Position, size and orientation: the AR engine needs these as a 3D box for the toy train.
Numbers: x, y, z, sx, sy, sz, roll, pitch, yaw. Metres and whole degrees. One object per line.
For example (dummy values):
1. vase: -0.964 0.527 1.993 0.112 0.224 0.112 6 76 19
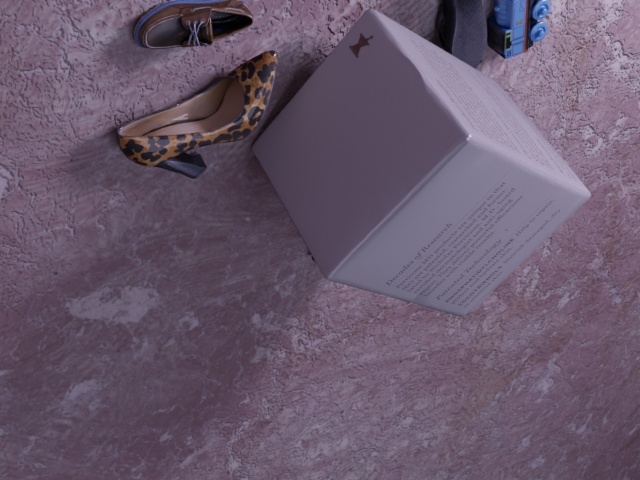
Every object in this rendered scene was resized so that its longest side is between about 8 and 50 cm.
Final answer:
1. toy train: 0.366 -0.430 1.871 0.105 0.080 0.184 -23 135 -17

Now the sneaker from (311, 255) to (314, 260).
1. sneaker: 0.000 0.000 1.948 0.035 0.031 0.083 20 104 -34

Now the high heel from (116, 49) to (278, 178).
1. high heel: -0.187 -0.208 1.554 0.261 0.093 0.186 -49 147 17

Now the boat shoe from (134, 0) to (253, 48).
1. boat shoe: -0.183 -0.320 1.490 0.183 0.066 0.066 -25 135 -24

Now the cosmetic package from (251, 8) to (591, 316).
1. cosmetic package: 0.170 -0.118 1.718 0.394 0.329 0.327 17 124 -46

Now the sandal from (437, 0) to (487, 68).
1. sandal: 0.248 -0.408 1.814 0.097 0.054 0.254 -28 128 -31
